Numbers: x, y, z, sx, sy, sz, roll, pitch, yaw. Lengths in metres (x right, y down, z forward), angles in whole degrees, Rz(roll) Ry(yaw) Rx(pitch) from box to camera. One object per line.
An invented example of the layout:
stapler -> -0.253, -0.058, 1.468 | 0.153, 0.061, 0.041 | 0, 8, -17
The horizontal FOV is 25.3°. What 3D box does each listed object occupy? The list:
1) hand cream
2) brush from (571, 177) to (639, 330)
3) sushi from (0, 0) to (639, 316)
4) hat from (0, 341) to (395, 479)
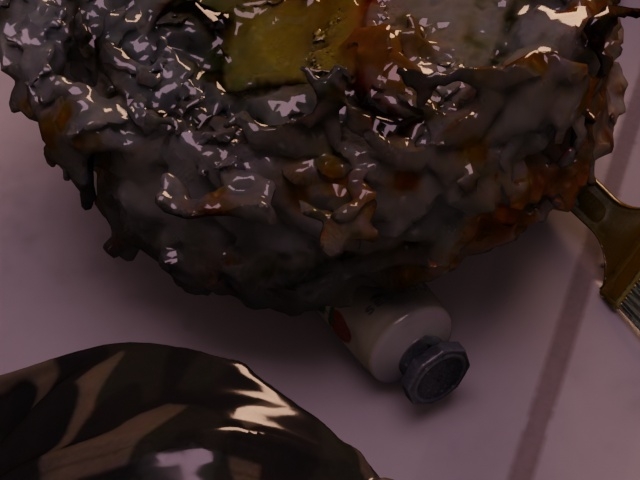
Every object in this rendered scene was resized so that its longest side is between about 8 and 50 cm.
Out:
hand cream -> 0.000, 0.000, 0.923 | 0.095, 0.059, 0.276 | -26, 49, -20
brush -> 0.178, -0.025, 0.934 | 0.010, 0.082, 0.218 | 10, 30, -41
sushi -> 0.000, -0.125, 0.902 | 0.418, 0.175, 0.417 | 0, 45, 0
hat -> -0.121, 0.256, 0.560 | 0.366, 0.257, 0.382 | 41, 48, 5
